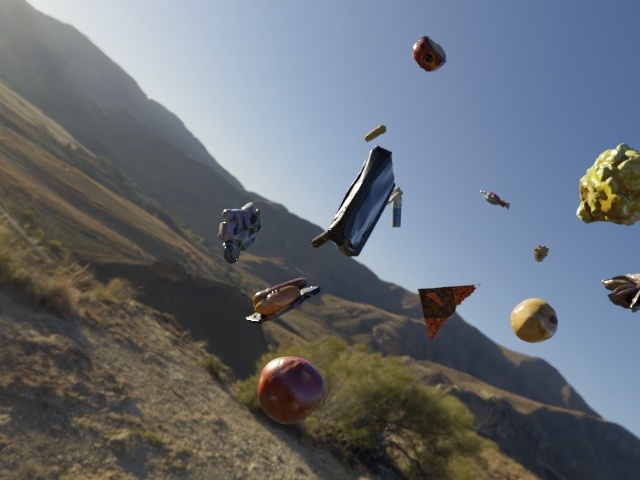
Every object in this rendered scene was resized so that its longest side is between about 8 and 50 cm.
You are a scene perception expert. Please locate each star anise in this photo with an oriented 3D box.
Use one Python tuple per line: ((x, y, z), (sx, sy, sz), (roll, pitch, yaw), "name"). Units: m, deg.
((0.913, 0.142, 1.323), (0.197, 0.212, 0.073), (-81, 162, -70), "star anise")

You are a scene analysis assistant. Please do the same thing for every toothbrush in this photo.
((0.188, -0.108, 1.600), (0.307, 0.025, 0.029), (-39, -115, 56), "toothbrush")

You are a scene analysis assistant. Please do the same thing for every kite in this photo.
((0.318, 0.169, 1.278), (0.125, 0.222, 0.008), (35, 20, 5), "kite")

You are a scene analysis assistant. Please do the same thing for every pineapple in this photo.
((0.689, 0.038, 1.450), (0.083, 0.045, 0.019), (54, 4, -48), "pineapple")

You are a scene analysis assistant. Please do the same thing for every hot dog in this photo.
((-0.179, 0.239, 2.040), (0.194, 0.326, 0.107), (1, -65, 54), "hot dog")

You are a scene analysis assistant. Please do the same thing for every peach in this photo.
((-0.097, 0.506, 1.586), (0.243, 0.243, 0.199), (42, 20, -33), "peach")
((0.401, -0.687, 1.730), (0.127, 0.092, 0.172), (48, 30, -8), "peach")

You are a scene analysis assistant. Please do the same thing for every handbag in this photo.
((0.096, -0.088, 1.119), (0.080, 0.246, 0.223), (26, -6, 16), "handbag")

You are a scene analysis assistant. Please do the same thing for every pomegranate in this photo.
((0.907, 0.340, 1.978), (0.191, 0.191, 0.191), (39, -5, 4), "pomegranate")

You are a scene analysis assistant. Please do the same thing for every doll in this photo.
((0.617, -0.144, 1.653), (0.114, 0.039, 0.057), (32, 27, 23), "doll")

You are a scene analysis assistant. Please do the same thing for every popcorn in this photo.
((1.101, -0.197, 1.693), (0.279, 0.274, 0.335), (17, -7, 30), "popcorn")

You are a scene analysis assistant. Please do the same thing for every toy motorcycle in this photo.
((-0.254, -0.042, 1.438), (0.073, 0.225, 0.152), (-1, -55, 24), "toy motorcycle")

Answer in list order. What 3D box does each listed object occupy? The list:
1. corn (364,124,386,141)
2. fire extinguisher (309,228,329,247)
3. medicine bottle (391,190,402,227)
((0.175, -0.338, 1.467), (0.028, 0.083, 0.027), (59, -12, -24), "corn")
((0.000, 0.000, 2.075), (0.157, 0.078, 0.045), (-32, -88, 42), "fire extinguisher")
((0.391, -0.160, 2.383), (0.051, 0.191, 0.051), (3, 6, 0), "medicine bottle")
